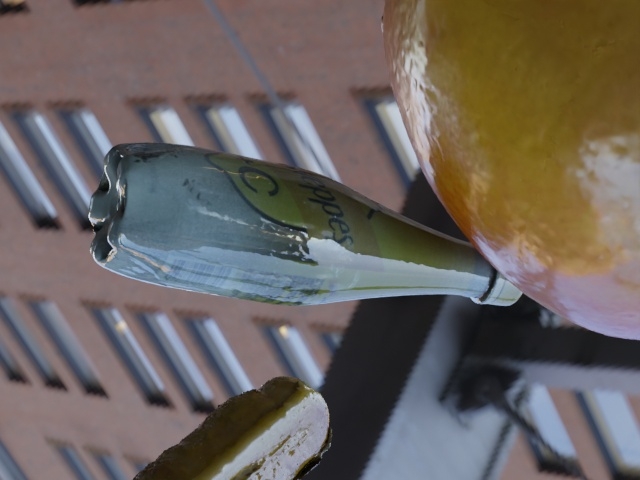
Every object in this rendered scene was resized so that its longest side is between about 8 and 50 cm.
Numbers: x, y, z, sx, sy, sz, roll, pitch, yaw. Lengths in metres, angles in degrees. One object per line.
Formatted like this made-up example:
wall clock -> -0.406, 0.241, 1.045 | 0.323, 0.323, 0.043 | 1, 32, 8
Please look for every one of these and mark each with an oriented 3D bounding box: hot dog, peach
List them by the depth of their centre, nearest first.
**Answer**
peach -> 0.171, -0.103, 0.887 | 0.289, 0.307, 0.289 | 14, -163, -4
hot dog -> -0.106, 0.186, 1.000 | 0.289, 0.083, 0.068 | -37, -144, -30

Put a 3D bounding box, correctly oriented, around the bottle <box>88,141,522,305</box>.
bottle -> 0.000, 0.000, 0.921 | 0.270, 0.083, 0.083 | 9, -163, -24
